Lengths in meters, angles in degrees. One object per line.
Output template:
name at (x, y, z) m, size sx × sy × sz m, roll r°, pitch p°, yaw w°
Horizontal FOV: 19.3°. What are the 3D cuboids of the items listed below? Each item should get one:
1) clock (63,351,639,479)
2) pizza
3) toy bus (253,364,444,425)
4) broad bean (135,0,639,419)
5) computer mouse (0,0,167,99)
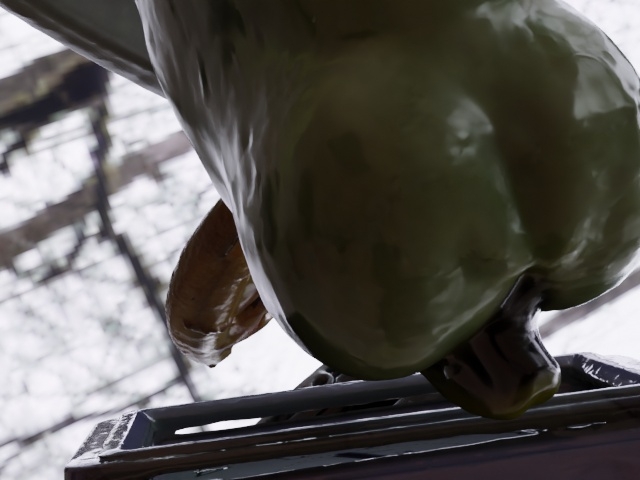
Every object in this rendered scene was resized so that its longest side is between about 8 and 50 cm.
clock at (0.021, 0.085, 0.595) m, size 0.144 × 0.193 × 0.073 m, roll 177°, pitch -95°, yaw -86°
pizza at (0.000, 0.000, 0.913) m, size 0.036 × 0.176 × 0.185 m, roll 57°, pitch -41°, yaw 18°
toy bus at (0.155, 0.241, 1.323) m, size 0.440 × 0.209 × 0.249 m, roll 26°, pitch -31°, yaw 48°
broad bean at (0.006, -0.055, 0.507) m, size 0.169 × 0.100 × 0.228 m, roll 119°, pitch -49°, yaw -67°
computer mouse at (-0.062, -0.162, 0.827) m, size 0.095 × 0.331 × 0.197 m, roll -12°, pitch -109°, yaw 34°
